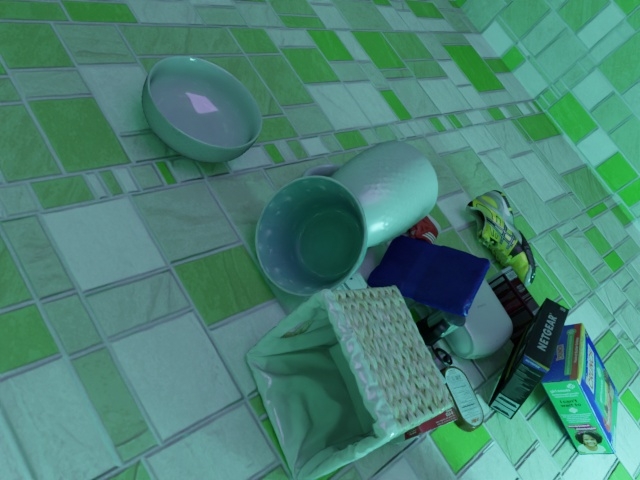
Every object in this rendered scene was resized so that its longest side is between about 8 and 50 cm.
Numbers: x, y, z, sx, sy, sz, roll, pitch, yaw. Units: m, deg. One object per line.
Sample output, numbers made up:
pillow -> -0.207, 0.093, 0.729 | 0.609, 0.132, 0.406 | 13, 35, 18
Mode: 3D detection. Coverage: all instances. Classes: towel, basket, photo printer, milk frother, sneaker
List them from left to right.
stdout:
basket -> 0.063, 0.311, 1.371 | 0.266, 0.328, 0.331 | -2, 59, -43
sneaker -> 0.307, -0.068, 2.058 | 0.221, 0.087, 0.128 | 39, 40, -5
towel -> 0.318, 0.104, 1.809 | 0.308, 0.076, 0.227 | 16, 49, 27
milk frother -> 0.366, 0.273, 1.789 | 0.143, 0.135, 0.129 | 35, 44, -10
photo printer -> 0.459, 0.217, 1.933 | 0.256, 0.107, 0.307 | -10, 65, -43
sneaker -> 0.660, 0.005, 2.277 | 0.147, 0.145, 0.384 | -17, 68, -12

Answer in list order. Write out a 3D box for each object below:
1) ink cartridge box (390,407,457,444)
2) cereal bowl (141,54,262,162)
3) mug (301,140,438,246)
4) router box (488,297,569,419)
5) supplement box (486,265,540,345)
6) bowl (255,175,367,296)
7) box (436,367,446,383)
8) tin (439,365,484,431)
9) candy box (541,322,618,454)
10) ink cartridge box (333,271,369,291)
ink cartridge box -> 0.219, 0.384, 1.506 | 0.127, 0.128, 0.176 | -8, 67, -34
cereal bowl -> -0.340, -0.344, 1.711 | 0.339, 0.141, 0.339 | 22, 46, -25
mug -> 0.114, -0.140, 1.854 | 0.374, 0.276, 0.328 | 27, 38, 26
router box -> 0.629, 0.350, 1.854 | 0.081, 0.243, 0.309 | 30, 39, 15
supplement box -> 0.645, 0.221, 2.064 | 0.073, 0.130, 0.239 | -17, 71, -46
bowl -> 0.000, 0.000, 1.629 | 0.311, 0.311, 0.163 | 63, 15, 20
box -> 0.192, 0.315, 1.673 | 0.201, 0.057, 0.293 | -23, 74, -47
tin -> 0.397, 0.447, 1.752 | 0.106, 0.040, 0.189 | -5, 61, -36
candy box -> 0.825, 0.465, 1.949 | 0.317, 0.122, 0.268 | 56, 38, -18
ink cartridge box -> 0.076, 0.157, 1.708 | 0.135, 0.056, 0.099 | -21, 73, -47
